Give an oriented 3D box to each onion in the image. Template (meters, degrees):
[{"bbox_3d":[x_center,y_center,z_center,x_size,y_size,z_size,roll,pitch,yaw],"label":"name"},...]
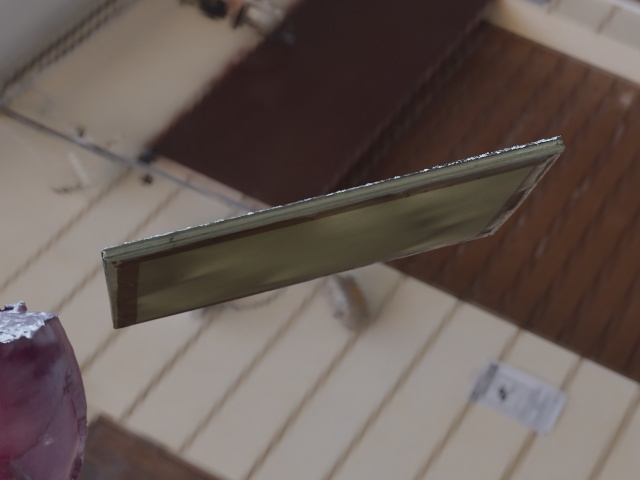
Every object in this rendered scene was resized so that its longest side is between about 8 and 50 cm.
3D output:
[{"bbox_3d":[-0.238,0.118,0.857,0.207,0.200,0.201,6,-66,-30],"label":"onion"}]

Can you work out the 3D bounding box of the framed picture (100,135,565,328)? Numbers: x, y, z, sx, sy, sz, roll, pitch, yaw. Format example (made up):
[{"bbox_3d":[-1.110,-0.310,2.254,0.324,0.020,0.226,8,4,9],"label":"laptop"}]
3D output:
[{"bbox_3d":[0.000,0.000,0.811,0.173,0.231,0.010,116,139,-74],"label":"framed picture"}]
